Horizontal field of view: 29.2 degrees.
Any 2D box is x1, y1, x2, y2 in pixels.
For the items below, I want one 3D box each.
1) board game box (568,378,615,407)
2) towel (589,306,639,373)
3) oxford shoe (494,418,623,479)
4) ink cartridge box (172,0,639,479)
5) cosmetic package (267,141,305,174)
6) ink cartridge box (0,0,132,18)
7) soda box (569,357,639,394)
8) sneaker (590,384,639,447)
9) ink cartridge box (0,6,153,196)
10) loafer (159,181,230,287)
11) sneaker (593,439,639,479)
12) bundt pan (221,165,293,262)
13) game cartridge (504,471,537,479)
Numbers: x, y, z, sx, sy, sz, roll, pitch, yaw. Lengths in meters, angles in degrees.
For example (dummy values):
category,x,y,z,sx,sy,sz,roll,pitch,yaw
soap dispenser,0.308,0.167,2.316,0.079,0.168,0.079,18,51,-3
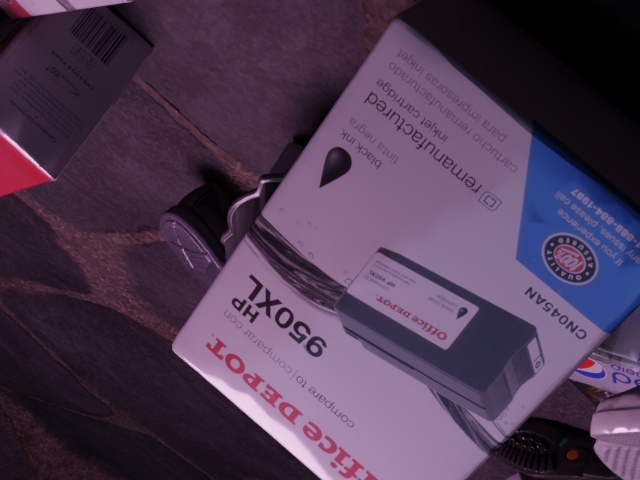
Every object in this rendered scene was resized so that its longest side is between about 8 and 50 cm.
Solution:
category,x,y,z,sx,sy,sz,roll,pitch,yaw
board game box,0.387,0.178,1.441,0.126,0.026,0.186,43,153,-24
towel,0.240,-0.002,1.117,0.285,0.209,0.034,20,-165,25
oxford shoe,0.337,0.304,1.668,0.227,0.083,0.096,9,151,41
ink cartridge box,0.094,0.028,1.061,0.285,0.166,0.395,40,122,7
cosmetic package,-0.013,-0.001,1.464,0.117,0.085,0.231,25,149,9
ink cartridge box,-0.274,-0.311,1.210,0.217,0.092,0.158,6,145,46
soda box,0.340,0.107,1.278,0.286,0.098,0.091,17,153,29
sneaker,0.382,0.100,1.135,0.292,0.169,0.108,-16,155,40
ink cartridge box,-0.380,-0.139,1.433,0.130,0.272,0.309,43,153,-24
loafer,-0.089,0.059,1.611,0.109,0.095,0.303,-6,123,53
sneaker,0.454,0.219,1.320,0.321,0.127,0.126,1,138,48
bundt pan,0.051,0.055,1.328,0.330,0.124,0.331,3,146,2
game cartridge,0.378,0.478,1.822,0.062,0.198,0.297,-40,117,17
